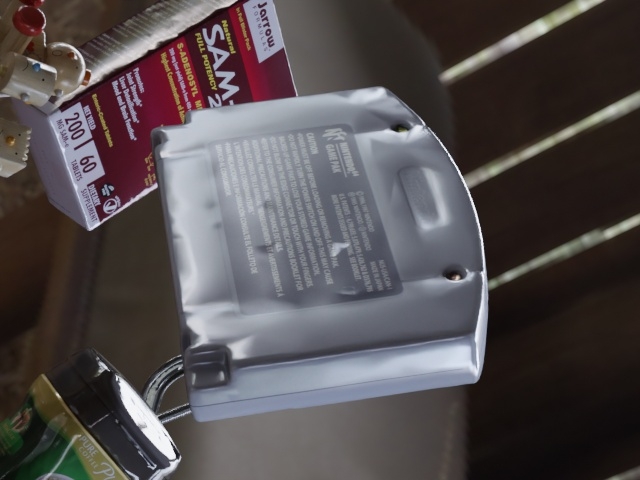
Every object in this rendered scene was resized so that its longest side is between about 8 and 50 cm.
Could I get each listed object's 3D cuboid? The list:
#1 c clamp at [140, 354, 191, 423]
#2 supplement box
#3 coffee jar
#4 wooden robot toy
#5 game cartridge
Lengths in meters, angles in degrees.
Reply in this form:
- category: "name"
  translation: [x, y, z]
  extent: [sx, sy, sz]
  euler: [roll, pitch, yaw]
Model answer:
- category: "c clamp"
  translation: [-0.132, 0.152, 1.809]
  extent: [0.161, 0.137, 0.022]
  euler: [-23, 51, -33]
- category: "supplement box"
  translation: [-0.143, -0.129, 1.632]
  extent: [0.239, 0.073, 0.130]
  euler: [-35, 133, -23]
- category: "coffee jar"
  translation: [-0.176, 0.150, 1.083]
  extent: [0.096, 0.184, 0.079]
  euler: [56, -8, -31]
- category: "wooden robot toy"
  translation: [-0.181, -0.117, 1.210]
  extent: [0.079, 0.076, 0.173]
  euler: [20, 48, -31]
- category: "game cartridge"
  translation: [0.000, 0.000, 1.169]
  extent: [0.294, 0.196, 0.060]
  euler: [-104, -176, -55]
